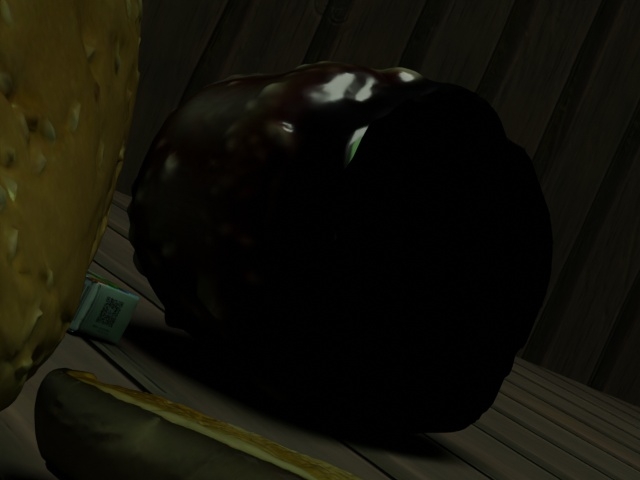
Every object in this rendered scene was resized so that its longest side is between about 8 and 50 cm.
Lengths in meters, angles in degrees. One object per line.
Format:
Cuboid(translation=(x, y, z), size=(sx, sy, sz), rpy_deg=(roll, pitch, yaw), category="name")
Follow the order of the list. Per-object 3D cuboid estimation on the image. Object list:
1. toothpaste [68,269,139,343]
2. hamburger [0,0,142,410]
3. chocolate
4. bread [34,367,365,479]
Cuboid(translation=(-0.183, 0.015, 0.980), size=(0.164, 0.034, 0.046), rpy_deg=(25, -1, 34), category="toothpaste")
Cuboid(translation=(-0.144, -0.079, 0.461), size=(0.144, 0.283, 0.259), rpy_deg=(-3, -46, 16), category="hamburger")
Cuboid(translation=(0.000, 0.000, 1.092), size=(0.210, 0.225, 0.340), rpy_deg=(11, -6, 30), category="chocolate")
Cuboid(translation=(-0.007, 0.099, 0.525), size=(0.214, 0.053, 0.073), rpy_deg=(22, -3, 21), category="bread")
